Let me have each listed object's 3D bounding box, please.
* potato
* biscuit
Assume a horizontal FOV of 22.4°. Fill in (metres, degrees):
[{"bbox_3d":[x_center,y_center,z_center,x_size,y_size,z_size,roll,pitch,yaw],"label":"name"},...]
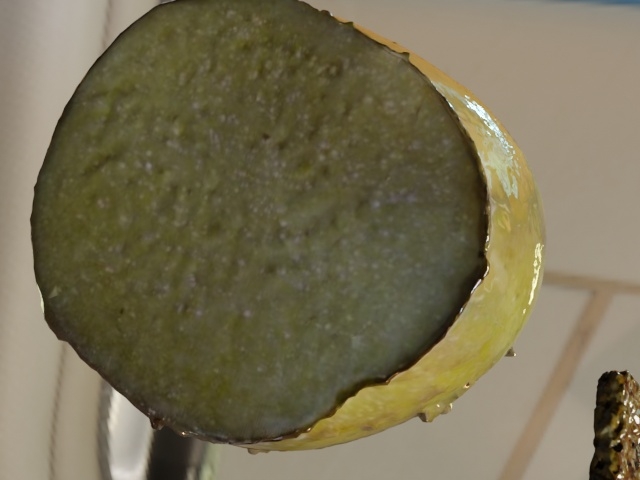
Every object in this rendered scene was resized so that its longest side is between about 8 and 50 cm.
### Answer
[{"bbox_3d":[0.000,0.000,1.487,0.442,0.385,0.319,22,-175,28],"label":"potato"},{"bbox_3d":[0.184,0.200,0.947,0.025,0.131,0.231,-10,-130,30],"label":"biscuit"}]
